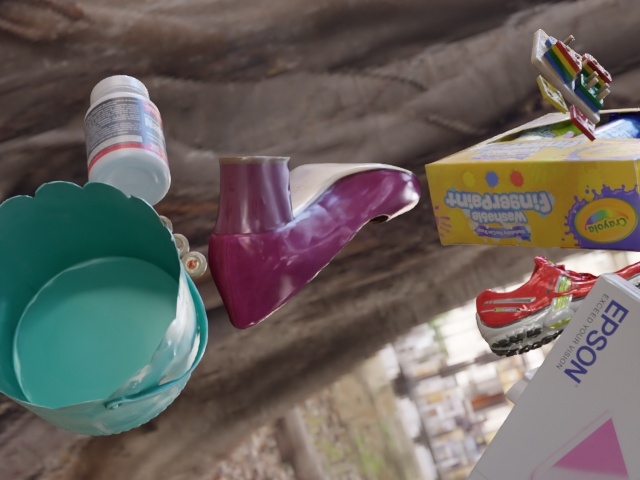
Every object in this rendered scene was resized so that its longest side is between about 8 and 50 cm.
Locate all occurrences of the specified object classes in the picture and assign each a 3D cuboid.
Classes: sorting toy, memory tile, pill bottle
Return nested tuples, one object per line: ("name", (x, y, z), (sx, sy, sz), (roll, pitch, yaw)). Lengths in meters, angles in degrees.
("sorting toy", (0.367, -0.245, 1.917), (0.132, 0.046, 0.274), (43, 28, -11))
("memory tile", (-0.236, 0.022, 1.810), (0.148, 0.113, 0.012), (43, -13, 18))
("pill bottle", (-0.263, -0.136, 1.781), (0.108, 0.108, 0.180), (67, 6, -48))

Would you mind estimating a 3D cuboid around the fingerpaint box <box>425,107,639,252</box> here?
("fingerpaint box", (0.473, -0.116, 2.299), (0.445, 0.371, 0.163), (3, -70, 48))

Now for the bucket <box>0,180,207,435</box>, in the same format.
("bucket", (-0.271, 0.088, 1.546), (0.183, 0.281, 0.281), (75, -1, -66))

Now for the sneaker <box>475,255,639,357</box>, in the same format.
("sneaker", (0.355, 0.068, 1.916), (0.107, 0.279, 0.118), (80, -10, -65))

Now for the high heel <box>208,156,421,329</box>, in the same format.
("high heel", (0.000, 0.000, 1.520), (0.377, 0.127, 0.181), (-1, 92, -52))

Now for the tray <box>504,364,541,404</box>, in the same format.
("tray", (0.361, 0.143, 1.610), (0.145, 0.270, 0.030), (-144, -147, -79))

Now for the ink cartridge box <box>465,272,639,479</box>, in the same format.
("ink cartridge box", (0.345, 0.256, 1.381), (0.330, 0.324, 0.071), (36, 15, 24))
